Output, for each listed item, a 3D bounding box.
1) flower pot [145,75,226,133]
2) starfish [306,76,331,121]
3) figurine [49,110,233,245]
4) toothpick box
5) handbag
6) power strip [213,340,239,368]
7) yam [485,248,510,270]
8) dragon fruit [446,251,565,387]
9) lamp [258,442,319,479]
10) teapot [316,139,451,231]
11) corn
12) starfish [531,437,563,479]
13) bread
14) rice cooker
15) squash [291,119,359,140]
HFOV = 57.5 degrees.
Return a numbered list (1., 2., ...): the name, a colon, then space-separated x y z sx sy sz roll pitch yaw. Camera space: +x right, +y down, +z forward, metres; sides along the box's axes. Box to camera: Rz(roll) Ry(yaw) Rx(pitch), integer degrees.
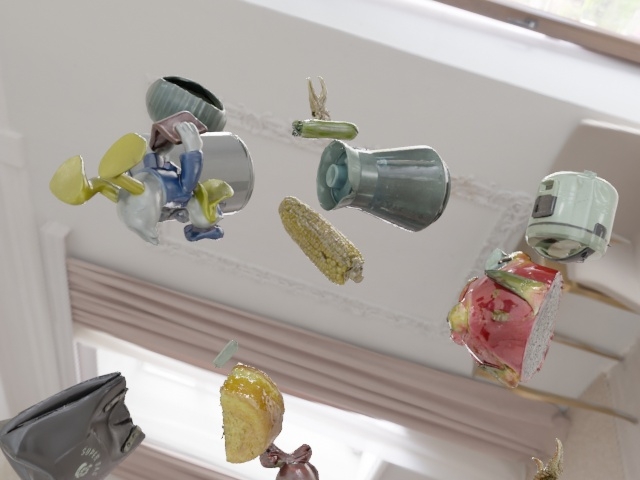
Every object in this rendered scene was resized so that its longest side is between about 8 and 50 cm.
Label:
1. flower pot: -0.400 -0.384 1.731 0.157 0.243 0.189 -54 11 27
2. starfish: 0.001 -0.508 2.178 0.138 0.050 0.248 -62 -28 -44
3. figurine: -0.299 -0.109 1.140 0.338 0.204 0.284 50 -138 -48
4. toothpick box: -0.326 -0.139 1.358 0.316 0.229 0.229 -12 -53 -47
5. handbag: -0.562 0.478 1.381 0.288 0.152 0.343 -36 -41 -35
6. power strip: -0.234 0.281 1.433 0.083 0.027 0.017 -48 11 -30
7. yam: 0.530 0.098 1.589 0.068 0.169 0.068 -53 6 8
8. dragon fruit: 0.426 0.178 1.387 0.305 0.225 0.306 -29 -52 -45
9. lamp: -0.103 0.816 1.989 0.151 0.214 0.223 -59 34 38
10. teapot: 0.111 -0.119 1.118 0.171 0.225 0.203 -66 31 31
11. corn: 0.000 0.000 1.590 0.119 0.322 0.119 -34 -24 -17
12. starfish: 0.607 0.690 1.552 0.294 0.084 0.302 81 -160 -53
13. bread: -0.160 0.421 1.384 0.143 0.139 0.229 -39 -50 -61
14. rice cooker: 0.680 -0.055 1.597 0.226 0.225 0.244 97 -171 -81
15. squash: 0.011 -0.271 1.438 0.052 0.183 0.052 14 106 63
